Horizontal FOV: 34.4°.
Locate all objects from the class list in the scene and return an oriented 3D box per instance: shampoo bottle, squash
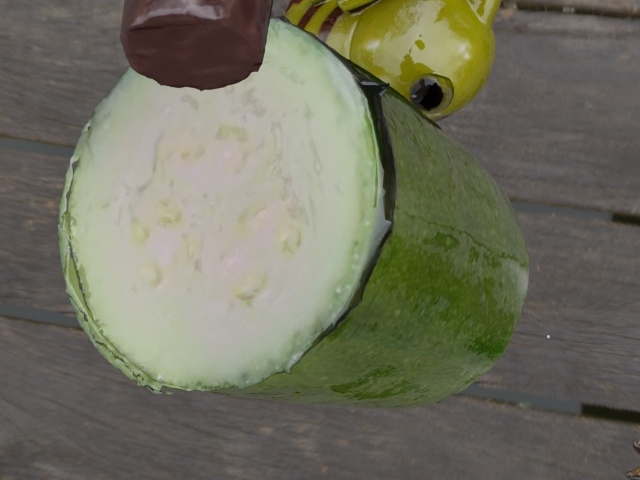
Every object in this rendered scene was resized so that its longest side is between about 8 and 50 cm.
[{"bbox_3d":[-0.039,-0.183,0.458,0.068,0.067,0.236,16,67,-27],"label":"shampoo bottle"},{"bbox_3d":[0.000,0.000,0.818,0.263,0.384,0.263,-4,79,23],"label":"squash"}]

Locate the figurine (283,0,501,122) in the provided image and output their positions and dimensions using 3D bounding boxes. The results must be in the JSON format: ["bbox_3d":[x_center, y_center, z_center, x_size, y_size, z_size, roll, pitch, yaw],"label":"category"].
[{"bbox_3d":[0.080,-0.221,1.136,0.327,0.169,0.218,14,70,46],"label":"figurine"}]

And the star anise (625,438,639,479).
[{"bbox_3d":[0.539,0.309,1.412,0.234,0.177,0.073,-19,124,19],"label":"star anise"}]
